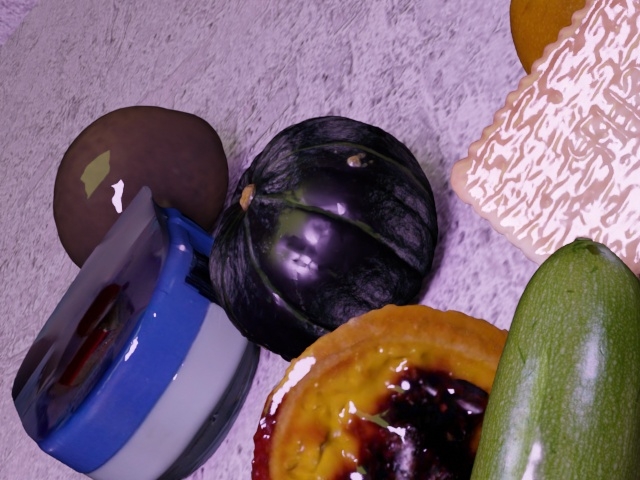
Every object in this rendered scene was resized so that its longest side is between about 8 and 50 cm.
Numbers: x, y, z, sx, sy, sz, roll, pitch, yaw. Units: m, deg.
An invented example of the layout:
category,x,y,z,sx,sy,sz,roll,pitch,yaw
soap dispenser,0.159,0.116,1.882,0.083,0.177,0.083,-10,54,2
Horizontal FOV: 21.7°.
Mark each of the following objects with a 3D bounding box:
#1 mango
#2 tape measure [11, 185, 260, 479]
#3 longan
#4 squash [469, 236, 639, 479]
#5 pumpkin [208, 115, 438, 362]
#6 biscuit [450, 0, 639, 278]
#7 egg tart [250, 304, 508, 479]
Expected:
category,x,y,z,sx,sy,sz,roll,pitch,yaw
mango,0.222,-0.151,1.266,0.136,0.099,0.227,-55,33,20
tape measure,-0.170,0.114,1.642,0.259,0.138,0.262,-56,24,8
longan,-0.202,-0.057,1.850,0.212,0.198,0.198,-50,25,16
squash,0.132,0.182,1.001,0.107,0.107,0.395,-8,61,59
pumpkin,0.000,0.000,1.428,0.220,0.162,0.220,-49,21,26
biscuit,0.219,-0.086,1.162,0.249,0.160,0.030,-53,-16,14
egg tart,0.055,0.143,1.129,0.215,0.215,0.171,-58,8,0
